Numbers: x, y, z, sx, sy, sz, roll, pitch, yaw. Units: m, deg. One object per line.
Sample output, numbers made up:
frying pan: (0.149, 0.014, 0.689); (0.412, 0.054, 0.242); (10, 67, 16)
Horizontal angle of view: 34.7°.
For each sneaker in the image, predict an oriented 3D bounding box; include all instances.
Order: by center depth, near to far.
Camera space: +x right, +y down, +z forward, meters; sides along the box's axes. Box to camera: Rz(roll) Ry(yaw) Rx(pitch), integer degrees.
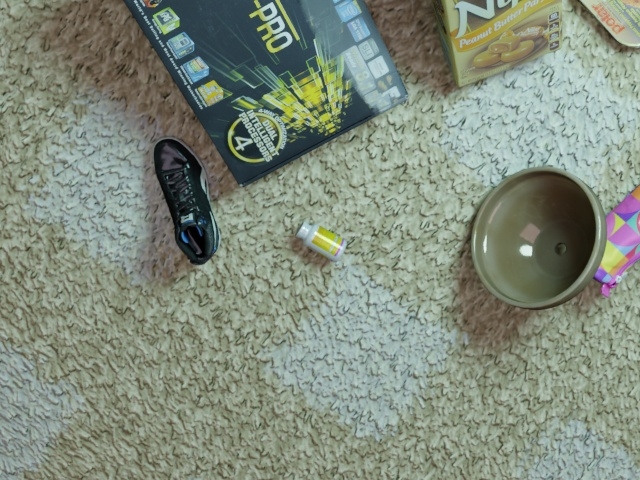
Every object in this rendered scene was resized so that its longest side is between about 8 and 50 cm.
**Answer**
sneaker: (-0.219, -0.065, 1.693); (0.079, 0.121, 0.217); (-20, 104, 3)

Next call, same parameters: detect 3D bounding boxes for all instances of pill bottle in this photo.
pill bottle: (0.000, 0.000, 1.754); (0.083, 0.043, 0.043); (30, 101, -9)

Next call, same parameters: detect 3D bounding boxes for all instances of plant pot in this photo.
plant pot: (0.378, 0.003, 1.704); (0.110, 0.237, 0.237); (17, 107, -48)

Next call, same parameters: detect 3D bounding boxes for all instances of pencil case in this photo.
pencil case: (0.535, -0.019, 1.733); (0.104, 0.104, 0.236); (40, 100, -10)

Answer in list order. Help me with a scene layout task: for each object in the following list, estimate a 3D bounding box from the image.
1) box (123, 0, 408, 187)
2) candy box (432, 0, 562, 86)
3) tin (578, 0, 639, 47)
box: (-0.085, -0.319, 1.595); (0.318, 0.097, 0.395); (-28, 121, 3)
candy box: (0.264, -0.376, 1.540); (0.183, 0.316, 0.087); (-21, 63, 3)
tin: (0.486, -0.399, 1.670); (0.106, 0.040, 0.189); (-44, 101, 5)
